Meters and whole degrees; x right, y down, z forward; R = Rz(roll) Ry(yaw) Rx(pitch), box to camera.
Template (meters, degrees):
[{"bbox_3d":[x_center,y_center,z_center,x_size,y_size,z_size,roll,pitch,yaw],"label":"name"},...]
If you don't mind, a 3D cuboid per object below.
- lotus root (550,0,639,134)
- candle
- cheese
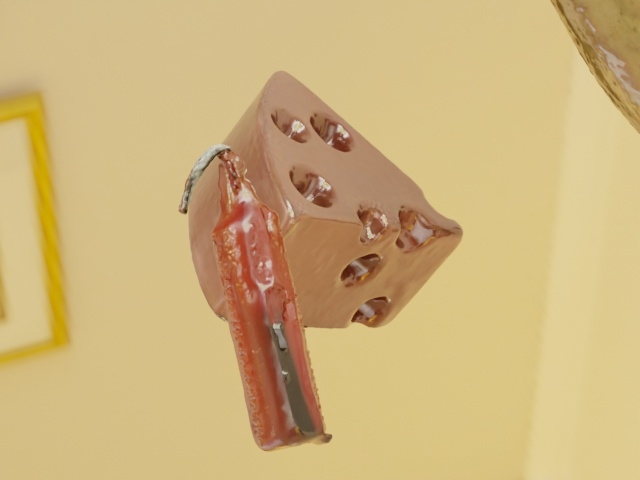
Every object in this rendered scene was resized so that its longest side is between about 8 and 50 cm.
[{"bbox_3d":[0.228,-0.144,1.144,0.343,0.169,0.151,59,6,-5],"label":"lotus root"},{"bbox_3d":[-0.035,0.030,1.010,0.053,0.048,0.162,-7,83,-85],"label":"candle"},{"bbox_3d":[-0.020,-0.004,1.523,0.203,0.177,0.128,43,-61,3],"label":"cheese"}]
